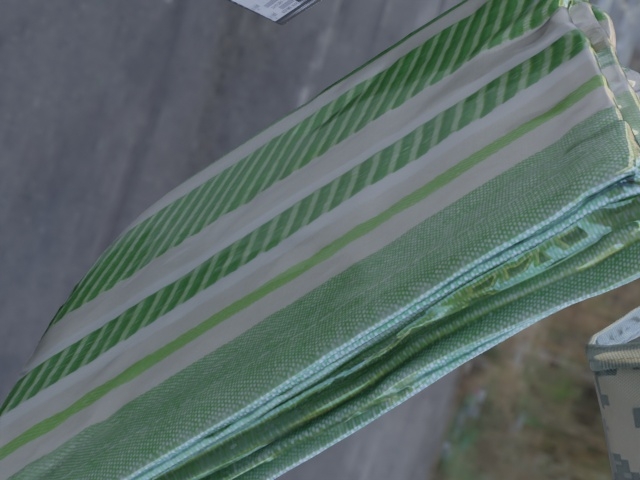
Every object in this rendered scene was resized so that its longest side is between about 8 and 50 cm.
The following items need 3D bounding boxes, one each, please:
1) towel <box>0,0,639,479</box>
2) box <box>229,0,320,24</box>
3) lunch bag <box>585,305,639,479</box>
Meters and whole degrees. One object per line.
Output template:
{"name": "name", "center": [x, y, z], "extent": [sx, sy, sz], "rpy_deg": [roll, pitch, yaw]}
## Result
{"name": "towel", "center": [0.000, 0.000, 0.606], "extent": [0.248, 0.038, 0.325], "rpy_deg": [-31, -166, 12]}
{"name": "box", "center": [0.029, -0.247, 0.980], "extent": [0.216, 0.060, 0.270], "rpy_deg": [-69, -165, -11]}
{"name": "lunch bag", "center": [0.290, 0.120, 0.799], "extent": [0.169, 0.287, 0.235], "rpy_deg": [-26, 106, -56]}
